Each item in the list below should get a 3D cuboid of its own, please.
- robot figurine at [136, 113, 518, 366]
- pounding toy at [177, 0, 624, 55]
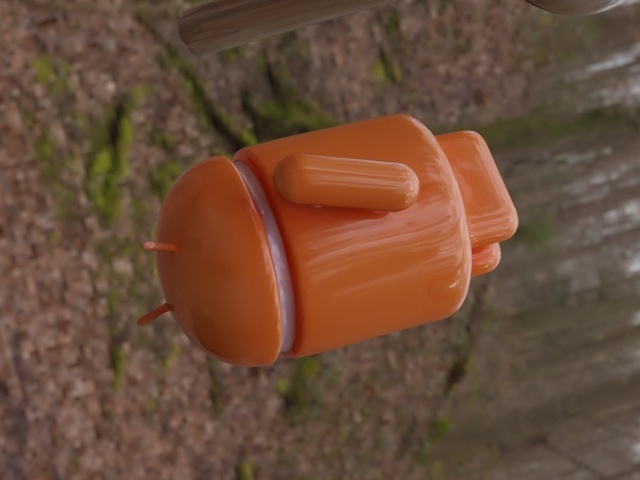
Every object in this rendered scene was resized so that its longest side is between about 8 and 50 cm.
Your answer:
[{"bbox_3d":[0.000,-0.001,1.009,0.158,0.219,0.128,-151,-132,-69],"label":"robot figurine"},{"bbox_3d":[0.052,-0.176,0.571,0.237,0.183,0.110,-60,137,-37],"label":"pounding toy"}]
